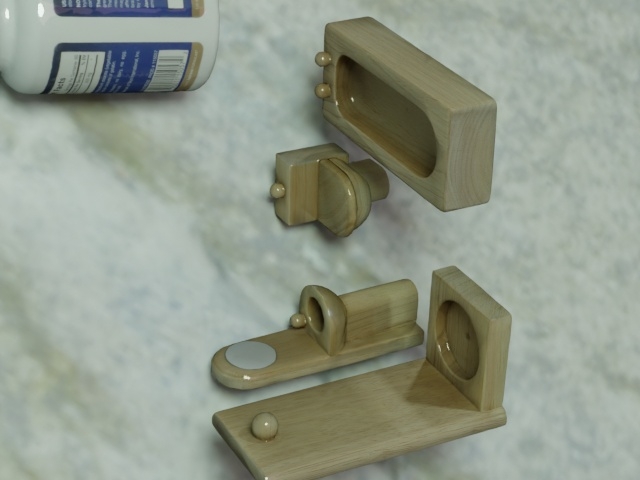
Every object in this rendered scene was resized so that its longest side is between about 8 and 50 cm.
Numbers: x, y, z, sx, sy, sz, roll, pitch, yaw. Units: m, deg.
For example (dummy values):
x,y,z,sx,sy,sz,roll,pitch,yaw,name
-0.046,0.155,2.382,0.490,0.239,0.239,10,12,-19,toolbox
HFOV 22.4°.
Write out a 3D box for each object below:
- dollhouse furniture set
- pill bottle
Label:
x,y,z,sx,sy,sz,roll,pitch,yaw,name
0.000,0.000,0.735,0.123,0.144,0.151,-13,122,-25,dollhouse furniture set
-0.113,-0.101,0.747,0.120,0.067,0.067,-3,81,-25,pill bottle
